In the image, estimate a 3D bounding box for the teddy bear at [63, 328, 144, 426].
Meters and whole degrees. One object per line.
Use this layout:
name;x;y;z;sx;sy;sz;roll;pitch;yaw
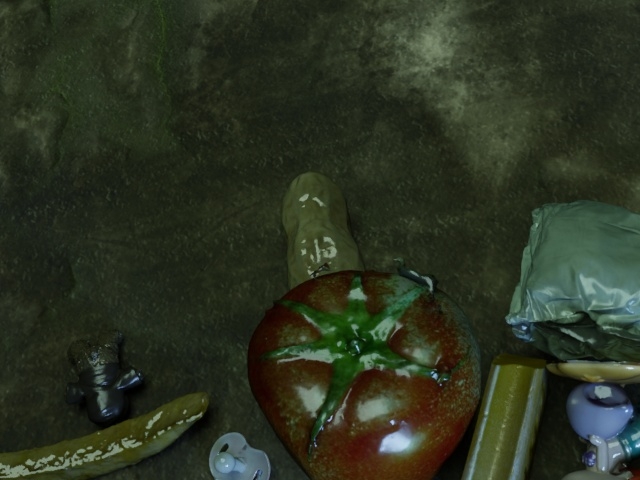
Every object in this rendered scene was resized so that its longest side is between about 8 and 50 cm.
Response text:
teddy bear;-0.321;0.191;1.567;0.119;0.078;0.160;-19;52;-5

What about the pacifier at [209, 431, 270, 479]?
pacifier;-0.118;0.304;1.441;0.099;0.078;0.081;30;88;29

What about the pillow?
pillow;0.401;0.052;1.421;0.283;0.138;0.310;6;32;17

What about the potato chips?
potato chips;-0.346;0.297;1.498;0.407;0.080;0.057;-13;40;-4

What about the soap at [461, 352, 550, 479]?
soap;0.234;0.249;1.354;0.073;0.140;0.232;11;58;16

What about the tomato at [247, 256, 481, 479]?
tomato;0.055;0.186;1.381;0.304;0.239;0.303;-4;53;5

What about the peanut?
peanut;0.000;0.000;1.598;0.124;0.123;0.256;-13;56;4

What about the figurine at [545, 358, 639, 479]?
figurine;0.359;0.274;1.279;0.181;0.208;0.257;-7;78;55
